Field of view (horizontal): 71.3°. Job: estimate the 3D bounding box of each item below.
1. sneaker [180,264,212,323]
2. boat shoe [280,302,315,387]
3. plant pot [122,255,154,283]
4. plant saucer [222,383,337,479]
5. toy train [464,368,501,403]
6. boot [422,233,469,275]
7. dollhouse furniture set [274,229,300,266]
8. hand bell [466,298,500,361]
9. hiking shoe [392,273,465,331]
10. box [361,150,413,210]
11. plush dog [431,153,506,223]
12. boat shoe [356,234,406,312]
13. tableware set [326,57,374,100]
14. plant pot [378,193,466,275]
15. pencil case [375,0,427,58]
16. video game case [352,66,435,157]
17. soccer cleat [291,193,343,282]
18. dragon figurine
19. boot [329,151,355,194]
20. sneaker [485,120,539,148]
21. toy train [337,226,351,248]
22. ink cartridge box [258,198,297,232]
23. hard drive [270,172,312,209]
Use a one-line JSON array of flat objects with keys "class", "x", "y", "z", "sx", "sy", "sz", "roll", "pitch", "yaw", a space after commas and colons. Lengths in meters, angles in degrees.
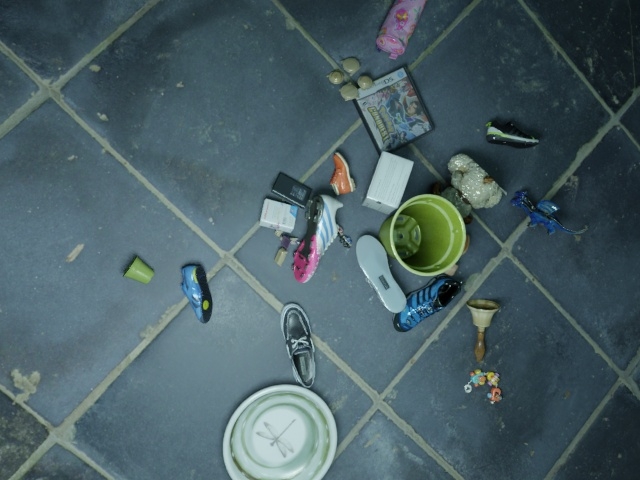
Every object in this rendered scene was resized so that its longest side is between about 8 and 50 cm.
[{"class": "sneaker", "x": -0.434, "y": 0.187, "z": 1.552, "sx": 0.082, "sy": 0.069, "sz": 0.210, "roll": -6, "pitch": 101, "yaw": 20}, {"class": "boat shoe", "x": -0.076, "y": 0.377, "z": 1.602, "sx": 0.108, "sy": 0.102, "sz": 0.302, "roll": -8, "pitch": 91, "yaw": -12}, {"class": "plant pot", "x": -0.607, "y": 0.107, "z": 1.505, "sx": 0.079, "sy": 0.083, "sz": 0.083, "roll": 36, "pitch": 82, "yaw": -22}, {"class": "plant saucer", "x": -0.143, "y": 0.700, "z": 1.586, "sx": 0.400, "sy": 0.100, "sz": 0.401, "roll": 0, "pitch": 90, "yaw": -13}, {"class": "toy train", "x": 0.670, "y": 0.588, "z": 1.795, "sx": 0.166, "sy": 0.046, "sz": 0.125, "roll": 19, "pitch": 85, "yaw": -12}, {"class": "boot", "x": 0.488, "y": 0.025, "z": 1.750, "sx": 0.152, "sy": 0.073, "sz": 0.197, "roll": 31, "pitch": 69, "yaw": 2}, {"class": "dollhouse furniture set", "x": -0.131, "y": 0.030, "z": 1.642, "sx": 0.081, "sy": 0.091, "sz": 0.114, "roll": 5, "pitch": 116, "yaw": -51}, {"class": "hand bell", "x": 0.637, "y": 0.369, "z": 1.774, "sx": 0.126, "sy": 0.126, "sz": 0.242, "roll": -3, "pitch": 102, "yaw": -13}, {"class": "hiking shoe", "x": 0.400, "y": 0.236, "z": 1.694, "sx": 0.304, "sy": 0.132, "sz": 0.113, "roll": -41, "pitch": 98, "yaw": -10}, {"class": "box", "x": 0.240, "y": -0.206, "z": 1.630, "sx": 0.119, "sy": 0.181, "sz": 0.182, "roll": 20, "pitch": 86, "yaw": 1}, {"class": "plush dog", "x": 0.557, "y": -0.174, "z": 1.721, "sx": 0.262, "sy": 0.211, "sz": 0.225, "roll": 43, "pitch": 107, "yaw": -7}, {"class": "boat shoe", "x": 0.221, "y": 0.126, "z": 1.668, "sx": 0.113, "sy": 0.105, "sz": 0.306, "roll": -31, "pitch": 86, "yaw": -7}, {"class": "tableware set", "x": 0.112, "y": -0.605, "z": 1.676, "sx": 0.141, "sy": 0.020, "sz": 0.169, "roll": -33, "pitch": 78, "yaw": -11}, {"class": "plant pot", "x": 0.337, "y": -0.015, "z": 1.621, "sx": 0.275, "sy": 0.254, "sz": 0.276, "roll": 0, "pitch": 89, "yaw": -13}, {"class": "pencil case", "x": 0.317, "y": -0.845, "z": 1.697, "sx": 0.124, "sy": 0.124, "sz": 0.284, "roll": 26, "pitch": 85, "yaw": -11}, {"class": "video game case", "x": 0.279, "y": -0.495, "z": 1.723, "sx": 0.248, "sy": 0.035, "sz": 0.275, "roll": -28, "pitch": 95, "yaw": -12}, {"class": "soccer cleat", "x": 0.000, "y": 0.000, "z": 1.606, "sx": 0.143, "sy": 0.116, "sz": 0.332, "roll": 4, "pitch": 107, "yaw": -38}, {"class": "dragon figurine", "x": 0.893, "y": -0.101, "z": 1.773, "sx": 0.085, "sy": 0.289, "sz": 0.144, "roll": -49, "pitch": 137, "yaw": -7}, {"class": "boot", "x": 0.067, "y": -0.247, "z": 1.665, "sx": 0.084, "sy": 0.059, "sz": 0.158, "roll": -21, "pitch": 95, "yaw": -7}, {"class": "sneaker", "x": 0.784, "y": -0.437, "z": 1.810, "sx": 0.234, "sy": 0.084, "sz": 0.097, "roll": 7, "pitch": 87, "yaw": -12}, {"class": "toy train", "x": 0.066, "y": -0.036, "z": 1.678, "sx": 0.036, "sy": 0.027, "sz": 0.158, "roll": -41, "pitch": 97, "yaw": -21}, {"class": "ink cartridge box", "x": -0.153, "y": -0.088, "z": 1.605, "sx": 0.122, "sy": 0.052, "sz": 0.089, "roll": 15, "pitch": 69, "yaw": -13}, {"class": "hard drive", "x": -0.105, "y": -0.180, "z": 1.620, "sx": 0.135, "sy": 0.022, "sz": 0.094, "roll": 28, "pitch": 53, "yaw": -11}]
